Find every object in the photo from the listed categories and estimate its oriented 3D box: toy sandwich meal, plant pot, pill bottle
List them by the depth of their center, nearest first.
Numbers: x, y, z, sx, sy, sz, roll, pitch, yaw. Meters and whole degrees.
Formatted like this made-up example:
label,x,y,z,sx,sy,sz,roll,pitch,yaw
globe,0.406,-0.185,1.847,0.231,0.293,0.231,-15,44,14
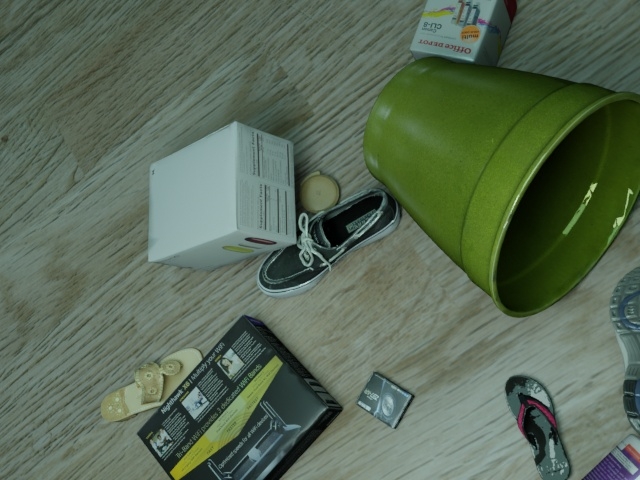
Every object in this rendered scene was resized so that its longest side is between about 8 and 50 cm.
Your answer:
label,x,y,z,sx,sy,sz,roll,pitch,yaw
pill bottle,0.430,0.388,1.135,0.193,0.108,0.108,-46,65,5
plant pot,0.265,-0.126,1.231,0.353,0.366,0.366,38,92,37
toy sandwich meal,-0.003,-0.089,1.485,0.086,0.029,0.085,-2,78,10

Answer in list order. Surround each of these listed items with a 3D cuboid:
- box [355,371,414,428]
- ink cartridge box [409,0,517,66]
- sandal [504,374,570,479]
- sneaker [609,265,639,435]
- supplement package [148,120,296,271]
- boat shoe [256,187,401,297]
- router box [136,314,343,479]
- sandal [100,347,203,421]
label,x,y,z,sx,sy,sz,roll,pitch,yaw
box,0.111,0.278,1.344,0.083,0.018,0.067,30,88,26
ink cartridge box,0.260,-0.383,1.398,0.128,0.127,0.176,17,84,25
sandal,0.348,0.297,1.230,0.067,0.040,0.179,-25,68,15
sneaker,0.498,0.175,1.168,0.111,0.129,0.297,-1,58,24
supplement package,-0.188,-0.071,1.442,0.262,0.145,0.204,-18,68,42
boat shoe,0.002,0.003,1.413,0.306,0.105,0.113,-27,68,14
router box,-0.151,0.330,1.403,0.309,0.081,0.243,-48,65,5
sandal,-0.340,0.284,1.494,0.240,0.079,0.088,-31,67,12
